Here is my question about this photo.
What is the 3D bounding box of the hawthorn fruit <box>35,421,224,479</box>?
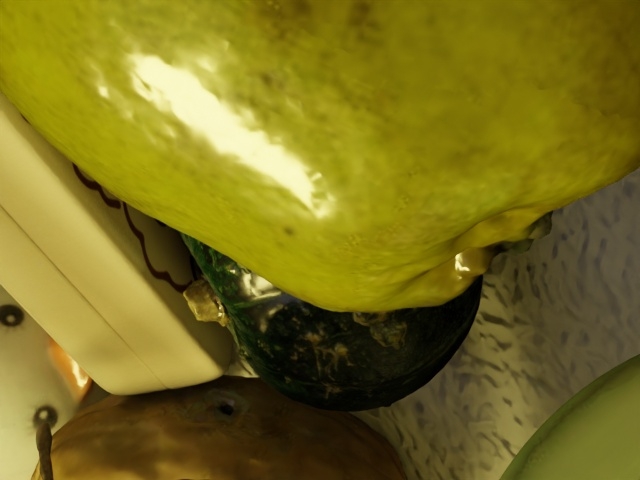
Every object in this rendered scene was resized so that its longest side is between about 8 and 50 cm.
[{"bbox_3d":[-0.058,0.230,0.810,0.263,0.235,0.231,-18,117,49],"label":"hawthorn fruit"}]

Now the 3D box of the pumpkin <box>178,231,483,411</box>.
[{"bbox_3d":[0.000,-0.001,0.907,0.190,0.146,0.190,43,151,30],"label":"pumpkin"}]

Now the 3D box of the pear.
[{"bbox_3d":[-0.011,-0.179,0.706,0.352,0.352,0.413,-40,65,53],"label":"pear"}]

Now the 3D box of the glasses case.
[{"bbox_3d":[-0.139,-0.056,0.900,0.336,0.076,0.144,55,-152,-51],"label":"glasses case"}]

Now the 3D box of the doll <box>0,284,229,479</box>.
[{"bbox_3d":[-0.183,0.090,1.151,0.251,0.221,0.221,-28,84,55],"label":"doll"}]

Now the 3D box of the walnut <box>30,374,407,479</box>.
[{"bbox_3d":[-0.058,0.173,1.024,0.198,0.245,0.198,-1,-90,-85],"label":"walnut"}]

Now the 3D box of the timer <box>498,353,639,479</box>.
[{"bbox_3d":[0.171,0.215,0.739,0.291,0.290,0.315,58,164,16],"label":"timer"}]
